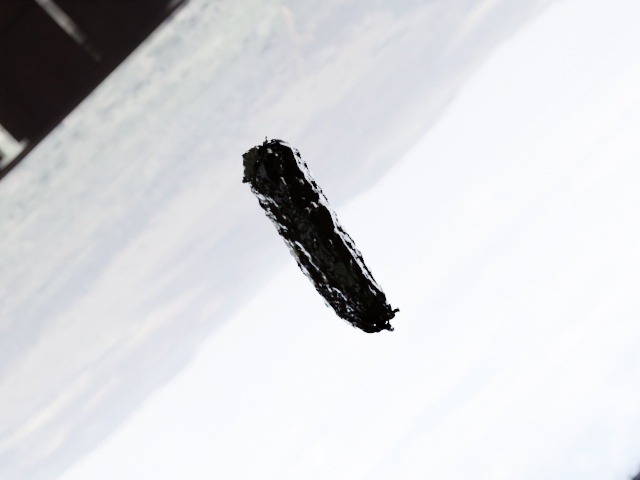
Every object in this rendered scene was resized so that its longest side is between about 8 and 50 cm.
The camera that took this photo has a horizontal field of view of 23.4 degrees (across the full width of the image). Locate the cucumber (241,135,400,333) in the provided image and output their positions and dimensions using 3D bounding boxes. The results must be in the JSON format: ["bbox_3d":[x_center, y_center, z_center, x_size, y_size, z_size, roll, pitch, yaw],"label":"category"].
[{"bbox_3d":[0.000,0.000,1.155,0.053,0.181,0.053,-33,-166,9],"label":"cucumber"}]
